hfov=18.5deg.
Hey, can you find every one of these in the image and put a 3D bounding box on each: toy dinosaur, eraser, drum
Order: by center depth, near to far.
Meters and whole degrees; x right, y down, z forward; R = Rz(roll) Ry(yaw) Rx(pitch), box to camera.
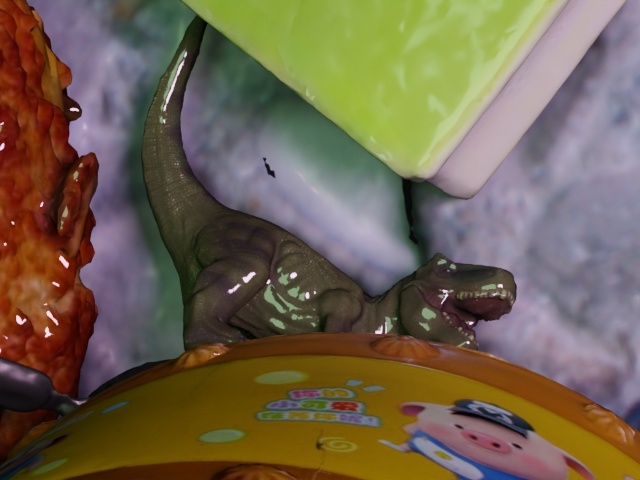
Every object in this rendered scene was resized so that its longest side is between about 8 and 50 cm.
[{"bbox_3d":[-0.008,0.253,0.724,0.431,0.214,0.431,3,103,13],"label":"drum"},{"bbox_3d":[0.063,-0.183,0.865,0.210,0.092,0.274,39,101,21],"label":"eraser"},{"bbox_3d":[0.000,0.000,0.910,0.187,0.087,0.179,12,57,6],"label":"toy dinosaur"}]

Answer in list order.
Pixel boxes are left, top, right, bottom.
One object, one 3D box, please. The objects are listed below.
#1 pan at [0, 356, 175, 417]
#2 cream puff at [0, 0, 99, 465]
[{"bbox_3d":[-0.086,0.076,0.849,0.136,0.235,0.028,-41,33,41],"label":"pan"},{"bbox_3d":[-0.265,-0.019,0.908,0.350,0.228,0.350,-1,86,20],"label":"cream puff"}]
